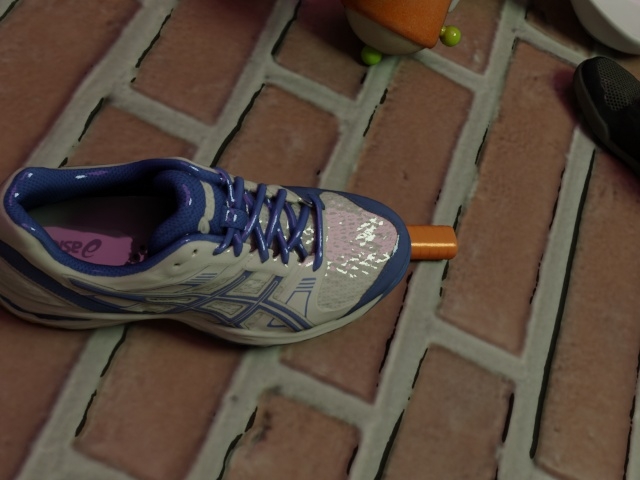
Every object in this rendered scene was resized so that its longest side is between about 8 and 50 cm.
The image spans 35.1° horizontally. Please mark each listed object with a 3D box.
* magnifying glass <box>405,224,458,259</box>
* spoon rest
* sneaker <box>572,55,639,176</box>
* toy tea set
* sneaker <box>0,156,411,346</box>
[{"bbox_3d":[0.000,0.000,0.781,0.230,0.026,0.092,2,58,-24],"label":"magnifying glass"},{"bbox_3d":[0.259,-0.256,1.027,0.276,0.084,0.137,4,57,-21],"label":"spoon rest"},{"bbox_3d":[0.338,-0.107,0.935,0.087,0.130,0.228,-20,66,-35],"label":"sneaker"},{"bbox_3d":[-0.026,-0.260,0.892,0.336,0.124,0.200,32,14,22],"label":"toy tea set"},{"bbox_3d":[-0.068,0.005,0.660,0.296,0.131,0.112,-3,71,-17],"label":"sneaker"}]
